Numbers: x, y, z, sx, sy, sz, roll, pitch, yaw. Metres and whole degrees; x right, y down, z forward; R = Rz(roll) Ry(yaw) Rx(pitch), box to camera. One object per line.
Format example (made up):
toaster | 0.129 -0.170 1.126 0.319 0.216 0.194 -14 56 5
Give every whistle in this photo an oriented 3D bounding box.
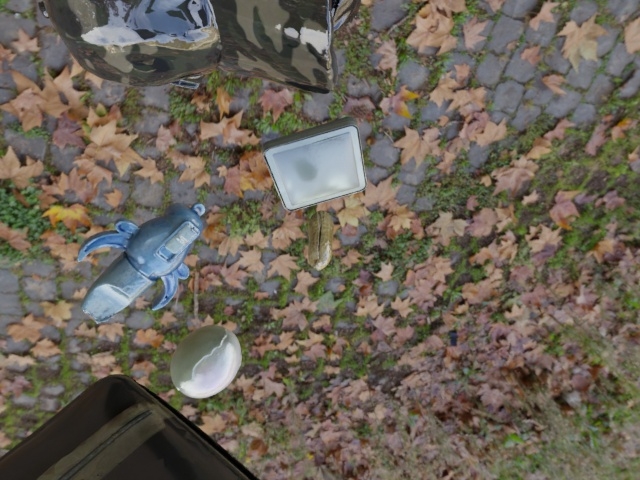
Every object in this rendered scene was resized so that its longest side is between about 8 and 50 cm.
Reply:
whistle | -0.302 0.032 0.747 0.269 0.093 0.180 -42 128 -4

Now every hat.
hat | -0.179 -0.285 0.561 0.257 0.382 0.366 -42 153 -15

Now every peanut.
peanut | 0.000 0.000 1.204 0.080 0.174 0.080 3 160 1

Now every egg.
egg | -0.312 0.328 1.192 0.183 0.183 0.217 21 126 -22

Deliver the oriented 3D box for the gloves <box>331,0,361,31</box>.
gloves | -0.008 -0.467 0.615 0.152 0.197 0.301 -38 158 2

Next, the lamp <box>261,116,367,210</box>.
lamp | -0.008 -0.207 1.222 0.266 0.047 0.269 -17 143 1

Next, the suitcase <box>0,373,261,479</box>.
suitcase | -0.171 0.346 0.404 0.434 0.283 0.194 28 135 23
